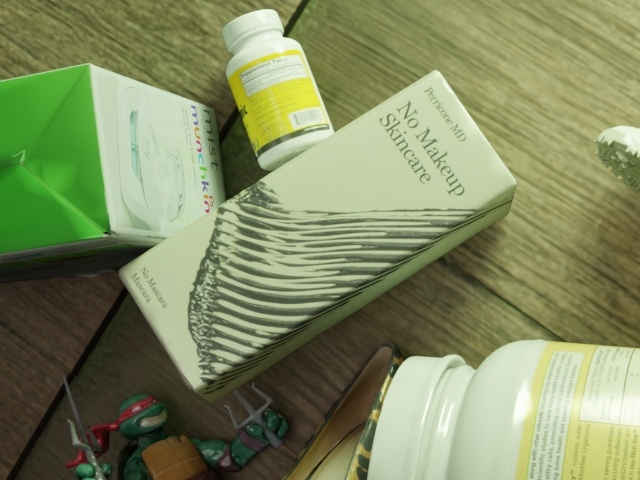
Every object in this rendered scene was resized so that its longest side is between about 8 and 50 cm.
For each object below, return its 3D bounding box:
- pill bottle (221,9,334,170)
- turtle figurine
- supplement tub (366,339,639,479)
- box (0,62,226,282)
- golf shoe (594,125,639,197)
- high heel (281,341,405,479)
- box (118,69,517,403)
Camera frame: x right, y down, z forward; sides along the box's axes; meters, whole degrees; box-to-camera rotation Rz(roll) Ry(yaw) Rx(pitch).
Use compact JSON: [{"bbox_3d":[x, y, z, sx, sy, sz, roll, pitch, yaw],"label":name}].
[{"bbox_3d":[-0.036,-0.119,1.067,0.065,0.065,0.116,-22,81,16],"label":"pill bottle"},{"bbox_3d":[-0.102,0.191,1.057,0.175,0.118,0.234,-26,79,-26],"label":"turtle figurine"},{"bbox_3d":[0.212,0.190,0.887,0.331,0.241,0.241,4,90,18],"label":"supplement tub"},{"bbox_3d":[-0.231,-0.035,1.040,0.262,0.231,0.127,-9,86,18],"label":"box"},{"bbox_3d":[0.287,-0.056,0.974,0.176,0.069,0.086,23,75,14],"label":"golf shoe"},{"bbox_3d":[-0.022,0.167,0.964,0.093,0.261,0.186,6,92,41],"label":"high heel"},{"bbox_3d":[0.000,0.000,0.997,0.275,0.094,0.113,-34,78,-4],"label":"box"}]
